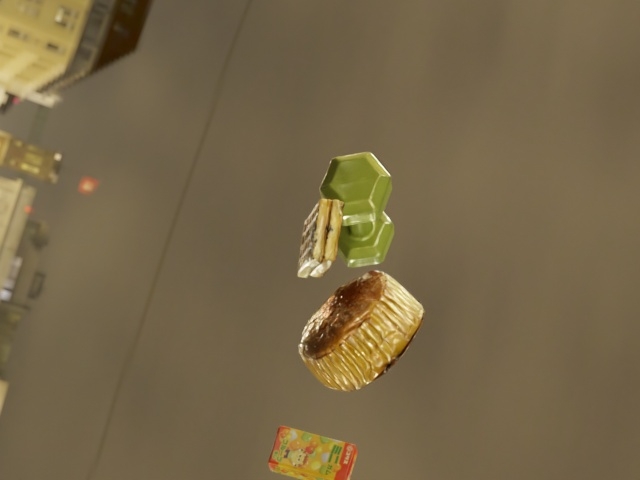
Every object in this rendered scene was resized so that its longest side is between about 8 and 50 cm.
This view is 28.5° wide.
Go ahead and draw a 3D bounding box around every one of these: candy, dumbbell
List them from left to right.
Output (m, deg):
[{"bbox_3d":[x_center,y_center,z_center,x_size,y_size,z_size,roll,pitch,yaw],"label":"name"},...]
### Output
[{"bbox_3d":[-0.012,0.322,1.865,0.038,0.121,0.062,82,23,-59],"label":"candy"},{"bbox_3d":[0.066,-0.047,2.147,0.302,0.121,0.108,81,1,-71],"label":"dumbbell"}]

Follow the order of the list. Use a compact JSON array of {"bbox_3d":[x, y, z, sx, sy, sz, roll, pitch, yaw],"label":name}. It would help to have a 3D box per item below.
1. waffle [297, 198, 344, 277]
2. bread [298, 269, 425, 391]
[{"bbox_3d":[0.000,-0.001,1.940,0.148,0.042,0.103,128,-28,-75],"label":"waffle"},{"bbox_3d":[0.052,0.129,1.847,0.199,0.104,0.199,-43,-167,13],"label":"bread"}]
